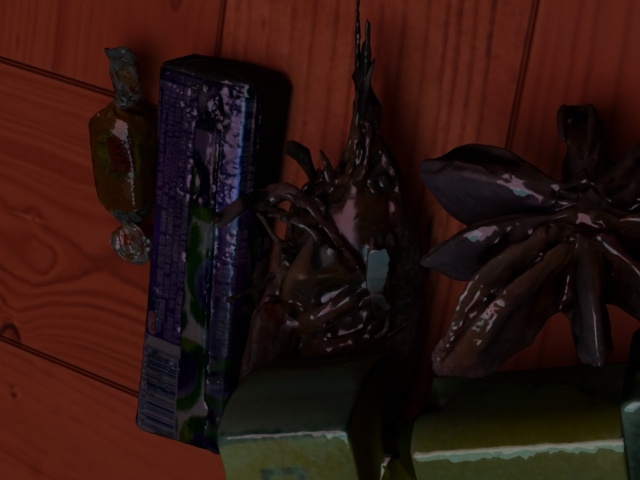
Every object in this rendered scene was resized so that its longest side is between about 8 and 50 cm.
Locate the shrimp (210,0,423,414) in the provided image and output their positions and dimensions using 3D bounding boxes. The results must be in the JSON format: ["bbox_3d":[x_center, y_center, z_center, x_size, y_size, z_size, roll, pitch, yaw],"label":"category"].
[{"bbox_3d":[0.006,-0.001,1.137,0.145,0.116,0.343,10,109,15],"label":"shrimp"}]

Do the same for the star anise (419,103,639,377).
[{"bbox_3d":[0.158,-0.002,0.997,0.229,0.236,0.093,32,159,27],"label":"star anise"}]

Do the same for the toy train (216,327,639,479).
[{"bbox_3d":[0.119,0.194,1.050,0.397,0.160,0.253,-5,109,20],"label":"toy train"}]

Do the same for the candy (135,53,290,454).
[{"bbox_3d":[-0.087,0.014,1.230,0.088,0.061,0.312,17,112,26],"label":"candy"}]

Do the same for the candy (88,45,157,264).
[{"bbox_3d":[-0.154,-0.070,1.259,0.053,0.046,0.182,10,113,26],"label":"candy"}]
